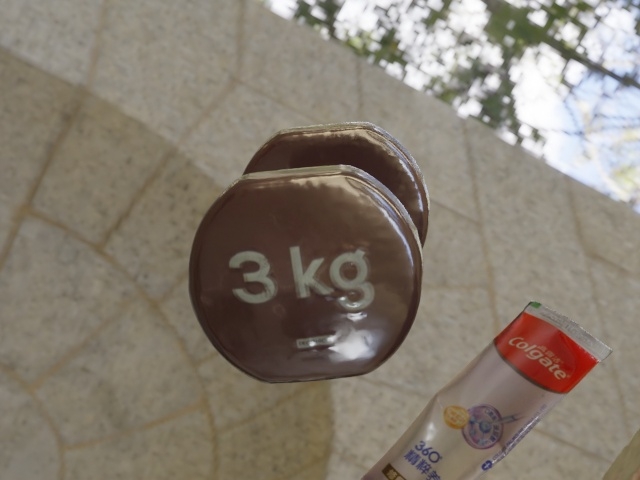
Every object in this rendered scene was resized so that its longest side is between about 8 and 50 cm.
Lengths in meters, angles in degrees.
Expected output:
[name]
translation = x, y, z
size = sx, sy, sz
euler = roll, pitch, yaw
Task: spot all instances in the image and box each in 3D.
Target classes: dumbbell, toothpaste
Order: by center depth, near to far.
[dumbbell]
translation = 0.000, 0.000, 0.863
size = 0.225, 0.140, 0.124
euler = -71, 155, -77
[toothpaste]
translation = 0.098, 0.168, 1.062
size = 0.301, 0.075, 0.048
euler = -50, 170, 19

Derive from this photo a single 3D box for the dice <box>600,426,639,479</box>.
[dice]
translation = 0.291, 0.222, 0.772
size = 0.243, 0.251, 0.259
euler = -59, -179, -26
